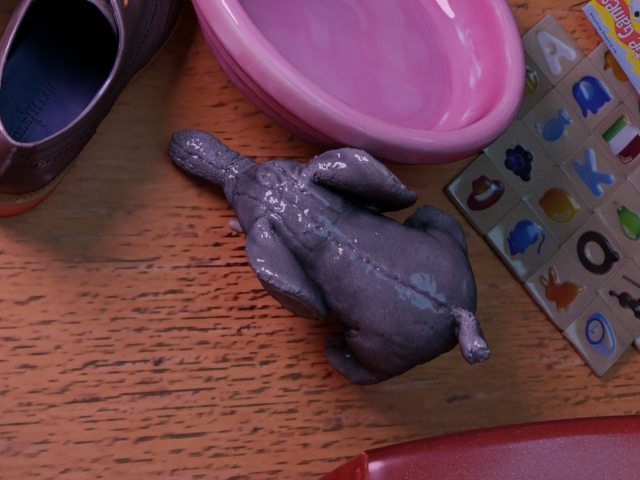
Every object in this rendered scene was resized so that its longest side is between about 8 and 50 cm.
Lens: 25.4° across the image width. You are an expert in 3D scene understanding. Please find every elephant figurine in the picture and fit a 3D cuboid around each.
[{"bbox_3d":[0.000,0.000,1.121,0.239,0.186,0.169,39,42,-22],"label":"elephant figurine"}]

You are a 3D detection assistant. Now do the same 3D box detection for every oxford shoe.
[{"bbox_3d":[-0.169,-0.187,1.121,0.130,0.132,0.364,29,64,-15],"label":"oxford shoe"}]

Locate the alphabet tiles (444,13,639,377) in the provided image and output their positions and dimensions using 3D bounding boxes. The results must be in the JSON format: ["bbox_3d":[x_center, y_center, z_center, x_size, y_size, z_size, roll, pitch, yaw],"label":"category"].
[{"bbox_3d":[0.276,-0.043,1.368,0.285,0.011,0.342,-42,96,-29],"label":"alphabet tiles"}]

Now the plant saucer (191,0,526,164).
[{"bbox_3d":[0.021,-0.192,1.201,0.332,0.084,0.332,21,47,-24],"label":"plant saucer"}]

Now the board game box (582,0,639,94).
[{"bbox_3d":[0.408,-0.247,1.332,0.142,0.275,0.144,-36,92,-36],"label":"board game box"}]

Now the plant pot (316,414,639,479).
[{"bbox_3d":[0.117,0.272,1.070,0.235,0.267,0.267,7,71,-11],"label":"plant pot"}]
